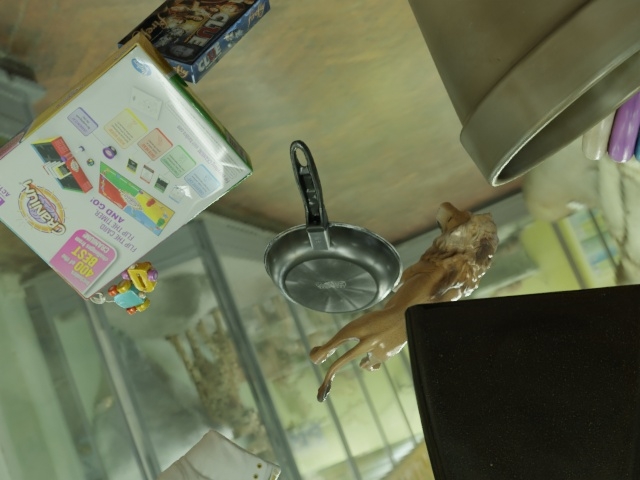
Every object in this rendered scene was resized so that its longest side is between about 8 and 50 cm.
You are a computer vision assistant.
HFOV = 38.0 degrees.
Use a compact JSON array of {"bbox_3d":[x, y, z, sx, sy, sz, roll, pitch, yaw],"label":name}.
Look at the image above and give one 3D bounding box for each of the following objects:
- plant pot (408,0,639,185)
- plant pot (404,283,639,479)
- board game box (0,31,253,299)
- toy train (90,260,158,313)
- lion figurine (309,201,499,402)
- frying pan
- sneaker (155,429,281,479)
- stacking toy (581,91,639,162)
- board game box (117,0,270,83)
[{"bbox_3d":[0.226,-0.262,0.987,0.323,0.280,0.323,-35,169,-8],"label":"plant pot"},{"bbox_3d":[0.170,0.162,0.701,0.188,0.167,0.187,-7,135,14],"label":"plant pot"},{"bbox_3d":[-0.292,-0.097,1.303,0.316,0.242,0.064,-36,-154,10],"label":"board game box"},{"bbox_3d":[-0.320,0.049,1.495,0.166,0.125,0.046,112,-1,-49],"label":"toy train"},{"bbox_3d":[0.148,0.113,1.581,0.392,0.142,0.240,-50,-175,-27],"label":"lion figurine"},{"bbox_3d":[0.029,0.007,1.253,0.197,0.053,0.326,11,143,-6],"label":"frying pan"},{"bbox_3d":[-0.099,0.403,1.337,0.169,0.292,0.108,-44,165,-17],"label":"sneaker"},{"bbox_3d":[0.525,-0.140,1.231,0.330,0.141,0.141,17,-177,19],"label":"stacking toy"},{"bbox_3d":[-0.224,-0.385,1.672,0.243,0.165,0.042,-54,152,-34],"label":"board game box"}]
